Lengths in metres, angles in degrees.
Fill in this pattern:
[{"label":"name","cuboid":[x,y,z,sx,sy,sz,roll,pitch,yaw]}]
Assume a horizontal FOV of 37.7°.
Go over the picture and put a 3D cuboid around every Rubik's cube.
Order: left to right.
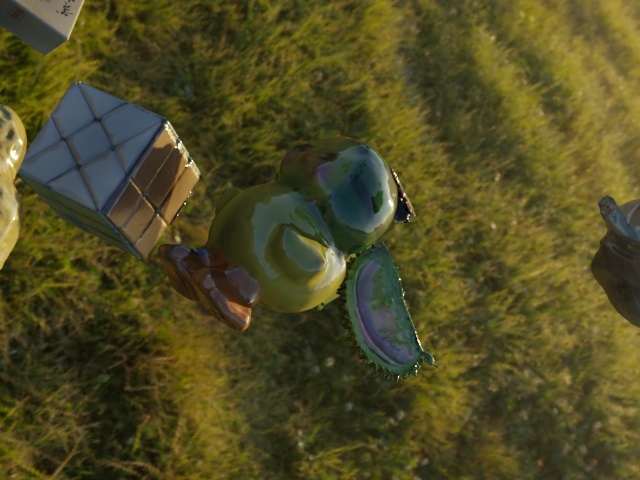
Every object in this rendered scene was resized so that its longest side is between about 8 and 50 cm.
[{"label":"Rubik's cube","cuboid":[-0.404,-0.133,1.816,0.221,0.231,0.224,-59,160,-15]}]

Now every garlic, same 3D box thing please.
[{"label":"garlic","cuboid":[0.439,0.009,1.262,0.212,0.218,0.218,24,52,-28]}]

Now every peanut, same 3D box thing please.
[{"label":"peanut","cuboid":[-0.506,-0.061,1.386,0.148,0.148,0.318,26,60,-37]}]

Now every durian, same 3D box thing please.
[{"label":"durian","cuboid":[0.086,0.124,1.476,0.137,0.095,0.220,-21,83,-22]}]

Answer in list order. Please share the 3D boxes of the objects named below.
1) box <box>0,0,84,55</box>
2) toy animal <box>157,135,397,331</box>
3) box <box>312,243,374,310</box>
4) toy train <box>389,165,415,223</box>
[{"label":"box","cuboid":[-0.354,-0.351,1.168,0.141,0.058,0.201,34,52,-36]},{"label":"toy animal","cuboid":[-0.038,-0.005,1.324,0.338,0.216,0.191,-40,127,-15]},{"label":"box","cuboid":[0.000,0.000,1.905,0.178,0.252,0.329,25,20,19]},{"label":"toy train","cuboid":[0.166,-0.104,2.100,0.138,0.050,0.087,64,11,-3]}]
